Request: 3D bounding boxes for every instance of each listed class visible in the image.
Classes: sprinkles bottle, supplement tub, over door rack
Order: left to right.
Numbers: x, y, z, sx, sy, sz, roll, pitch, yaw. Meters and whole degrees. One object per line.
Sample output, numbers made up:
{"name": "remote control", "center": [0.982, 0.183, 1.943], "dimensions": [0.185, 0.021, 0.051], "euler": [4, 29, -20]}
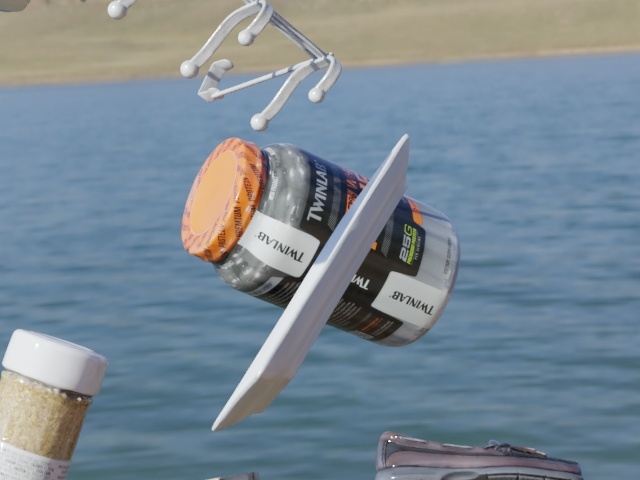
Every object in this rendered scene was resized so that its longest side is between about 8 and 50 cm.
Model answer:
{"name": "sprinkles bottle", "center": [-0.367, 0.289, 1.610], "dimensions": [0.121, 0.355, 0.121], "euler": [18, -6, 2]}
{"name": "over door rack", "center": [-0.151, -0.236, 1.596], "dimensions": [0.239, 0.108, 0.324], "euler": [38, -14, -27]}
{"name": "supplement tub", "center": [0.000, 0.000, 1.792], "dimensions": [0.338, 0.207, 0.207], "euler": [22, -5, -27]}

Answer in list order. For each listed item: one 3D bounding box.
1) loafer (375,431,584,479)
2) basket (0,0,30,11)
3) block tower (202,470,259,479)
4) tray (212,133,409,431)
{"name": "loafer", "center": [0.228, 0.319, 1.944], "dimensions": [0.303, 0.095, 0.109], "euler": [0, -33, -2]}
{"name": "basket", "center": [-0.294, -0.320, 0.959], "dimensions": [0.255, 0.289, 0.201], "euler": [3, -22, -44]}
{"name": "block tower", "center": [-0.117, 0.500, 1.887], "dimensions": [0.097, 0.335, 0.091], "euler": [-12, -11, 11]}
{"name": "tray", "center": [0.002, 0.040, 1.130], "dimensions": [0.030, 0.270, 0.145], "euler": [33, -31, -1]}
